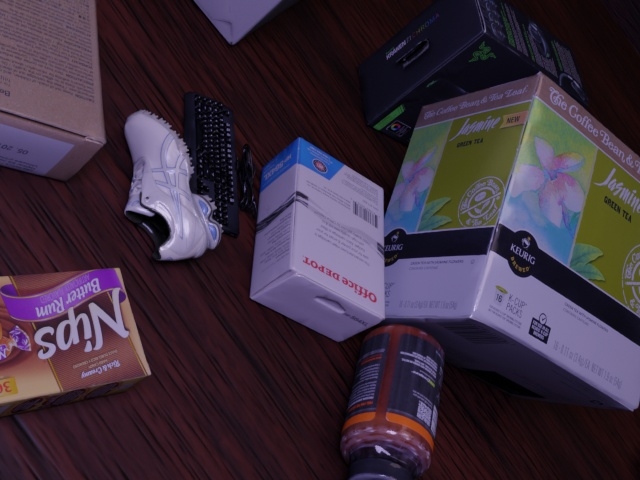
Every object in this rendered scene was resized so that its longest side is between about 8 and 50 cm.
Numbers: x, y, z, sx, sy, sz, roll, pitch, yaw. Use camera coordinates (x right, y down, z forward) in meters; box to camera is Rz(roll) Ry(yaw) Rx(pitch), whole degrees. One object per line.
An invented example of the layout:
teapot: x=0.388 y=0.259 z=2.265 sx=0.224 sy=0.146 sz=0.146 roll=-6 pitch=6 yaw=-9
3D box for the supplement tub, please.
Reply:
supplement tub: x=0.080 y=0.198 z=0.910 sx=0.106 sy=0.106 sz=0.198 roll=40 pitch=41 yaw=-20

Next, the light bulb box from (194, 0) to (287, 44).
light bulb box: x=-0.006 y=-0.505 z=1.113 sx=0.225 sy=0.357 sz=0.361 roll=50 pitch=37 yaw=-11

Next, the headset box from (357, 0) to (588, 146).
headset box: x=0.233 y=-0.252 z=1.276 sx=0.283 sy=0.246 sz=0.131 roll=22 pitch=49 yaw=-37

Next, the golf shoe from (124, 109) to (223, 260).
golf shoe: x=-0.176 y=-0.059 z=0.854 sx=0.086 sy=0.069 sz=0.176 roll=-22 pitch=78 yaw=-42

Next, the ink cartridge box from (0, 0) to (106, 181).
ink cartridge box: x=-0.329 y=-0.179 z=0.754 sx=0.234 sy=0.088 sz=0.193 roll=15 pitch=55 yaw=-41

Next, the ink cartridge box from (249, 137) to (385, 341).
ink cartridge box: x=0.000 y=0.000 z=0.979 sx=0.148 sy=0.086 sz=0.203 roll=30 pitch=46 yaw=-31

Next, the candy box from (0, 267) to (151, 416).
candy box: x=-0.246 y=0.087 z=0.683 sx=0.186 sy=0.053 sz=0.109 roll=-3 pitch=66 yaw=-46

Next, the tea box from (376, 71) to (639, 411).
tea box: x=0.271 y=0.014 z=1.069 sx=0.329 sy=0.220 sz=0.324 roll=29 pitch=70 yaw=-31

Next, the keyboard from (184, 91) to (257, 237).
keyboard: x=-0.115 y=-0.097 z=0.967 sx=0.100 sy=0.038 sz=0.192 roll=19 pitch=52 yaw=-38
